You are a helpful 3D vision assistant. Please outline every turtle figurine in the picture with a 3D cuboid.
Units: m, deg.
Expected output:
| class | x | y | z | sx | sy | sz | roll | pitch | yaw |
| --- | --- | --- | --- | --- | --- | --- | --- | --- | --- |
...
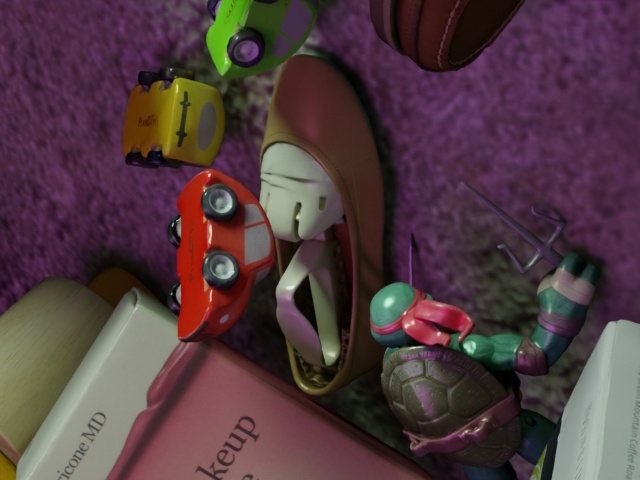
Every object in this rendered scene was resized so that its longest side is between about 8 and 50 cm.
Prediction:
| class | x | y | z | sx | sy | sz | roll | pitch | yaw |
| --- | --- | --- | --- | --- | --- | --- | --- | --- | --- |
| turtle figurine | 0.092 | 0.084 | 1.083 | 0.175 | 0.118 | 0.234 | -12 | 119 | 49 |

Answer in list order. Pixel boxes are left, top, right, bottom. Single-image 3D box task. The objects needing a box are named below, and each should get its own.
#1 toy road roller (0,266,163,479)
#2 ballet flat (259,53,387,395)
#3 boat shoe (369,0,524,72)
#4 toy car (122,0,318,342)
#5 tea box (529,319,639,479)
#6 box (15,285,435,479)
| class | x | y | z | sx | sy | sz | roll | pitch | yaw |
| --- | --- | --- | --- | --- | --- | --- | --- | --- | --- |
| toy road roller | -0.150 | 0.208 | 1.351 | 0.329 | 0.202 | 0.240 | 46 | 147 | 1 |
| ballet flat | 0.000 | 0.000 | 1.125 | 0.080 | 0.073 | 0.232 | 16 | 132 | 35 |
| boat shoe | 0.113 | -0.171 | 0.832 | 0.104 | 0.111 | 0.307 | 40 | 142 | 13 |
| toy car | -0.047 | -0.086 | 1.069 | 0.239 | 0.053 | 0.225 | -114 | 40 | -51 |
| tea box | 0.186 | 0.280 | 0.936 | 0.220 | 0.329 | 0.323 | 16 | 137 | 1 |
| box | -0.060 | 0.154 | 1.167 | 0.232 | 0.148 | 0.127 | 32 | 179 | -8 |
